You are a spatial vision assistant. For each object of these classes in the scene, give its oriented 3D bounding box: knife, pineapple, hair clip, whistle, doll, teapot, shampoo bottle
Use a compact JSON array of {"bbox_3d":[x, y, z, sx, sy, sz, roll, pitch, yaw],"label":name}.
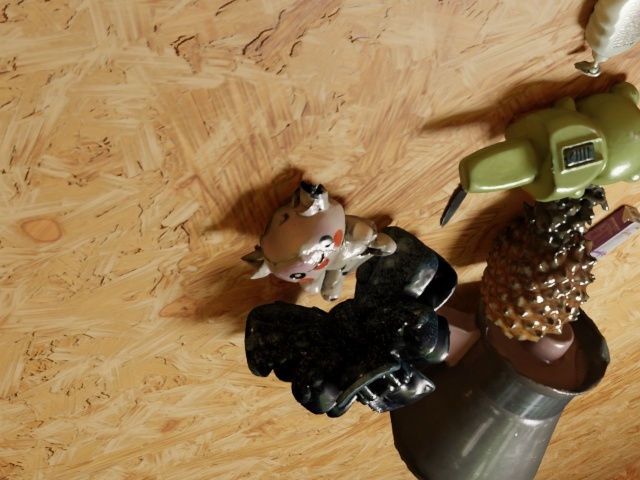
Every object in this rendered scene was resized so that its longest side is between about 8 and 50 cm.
[{"bbox_3d":[0.193,-0.061,1.514,0.023,0.010,0.170,-13,154,-21],"label":"knife"},{"bbox_3d":[0.328,0.001,1.598,0.175,0.175,0.361,-17,145,-14],"label":"pineapple"},{"bbox_3d":[0.053,0.131,1.538,0.310,0.206,0.194,-32,157,15],"label":"hair clip"},{"bbox_3d":[0.298,-0.112,1.383,0.288,0.131,0.106,-15,-165,-19],"label":"whistle"},{"bbox_3d":[0.000,0.000,1.375,0.149,0.095,0.192,-42,148,22],"label":"doll"},{"bbox_3d":[0.272,0.241,1.905,0.376,0.305,0.362,19,129,-15],"label":"teapot"},{"bbox_3d":[0.332,-0.237,1.248,0.077,0.045,0.152,-17,152,-17],"label":"shampoo bottle"}]

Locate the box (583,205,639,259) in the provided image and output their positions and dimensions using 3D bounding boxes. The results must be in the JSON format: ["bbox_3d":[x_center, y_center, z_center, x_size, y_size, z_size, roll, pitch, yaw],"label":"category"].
[{"bbox_3d":[0.471,-0.009,1.818,0.050,0.036,0.117,6,141,-48],"label":"box"}]

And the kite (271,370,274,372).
[{"bbox_3d":[0.008,0.225,1.912,0.232,0.009,0.189,-9,151,-28],"label":"kite"}]
